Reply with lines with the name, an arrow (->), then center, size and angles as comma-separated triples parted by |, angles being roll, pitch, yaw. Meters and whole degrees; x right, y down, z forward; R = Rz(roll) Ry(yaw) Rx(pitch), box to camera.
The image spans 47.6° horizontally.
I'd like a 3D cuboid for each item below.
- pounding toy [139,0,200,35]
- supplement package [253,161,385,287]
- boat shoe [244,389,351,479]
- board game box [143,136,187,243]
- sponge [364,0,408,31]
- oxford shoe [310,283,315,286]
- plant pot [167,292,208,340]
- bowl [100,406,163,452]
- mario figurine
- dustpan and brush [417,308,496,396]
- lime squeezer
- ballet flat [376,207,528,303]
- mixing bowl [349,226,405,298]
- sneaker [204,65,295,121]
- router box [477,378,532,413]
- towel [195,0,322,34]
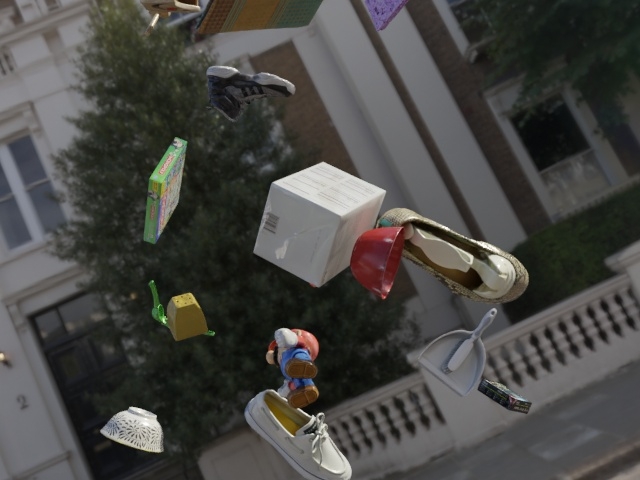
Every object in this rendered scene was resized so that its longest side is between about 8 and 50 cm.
pounding toy -> -0.416, -0.650, 2.029 | 0.154, 0.154, 0.269 | 0, 10, -6
supplement package -> 0.001, -0.048, 1.816 | 0.263, 0.198, 0.199 | -31, -37, -57
boat shoe -> -0.038, 0.554, 2.080 | 0.156, 0.367, 0.136 | -51, -3, 40
board game box -> -0.525, -0.164, 2.445 | 0.317, 0.046, 0.213 | 112, 177, -50
sponge -> 0.215, -0.775, 2.328 | 0.031, 0.117, 0.210 | -18, -7, -23
oxford shoe -> 0.000, 0.000, 2.099 | 0.099, 0.271, 0.097 | -9, -22, 25
plant pot -> -0.322, 0.175, 1.729 | 0.081, 0.081, 0.083 | -15, -56, -21
bowl -> -0.474, 0.481, 1.877 | 0.170, 0.080, 0.170 | 18, -9, 3
mario figurine -> -0.094, 0.339, 1.968 | 0.198, 0.170, 0.320 | -58, 11, 4
dustpan and brush -> 0.350, 0.249, 1.729 | 0.211, 0.147, 0.060 | -51, -6, -10
lime squeezer -> -0.512, 0.257, 2.523 | 0.110, 0.310, 0.059 | -39, 28, 9
ballet flat -> 0.372, 0.060, 1.915 | 0.164, 0.483, 0.182 | -64, 15, 3
mixing bowl -> 0.131, 0.042, 1.751 | 0.098, 0.181, 0.181 | 17, 2, 16
sneaker -> -0.216, -0.427, 2.179 | 0.269, 0.153, 0.101 | 9, 1, -6
router box -> 0.514, 0.435, 2.025 | 0.092, 0.122, 0.038 | 21, -85, -40
towel -> -0.115, -0.628, 1.814 | 0.370, 0.040, 0.271 | -19, -19, -41
